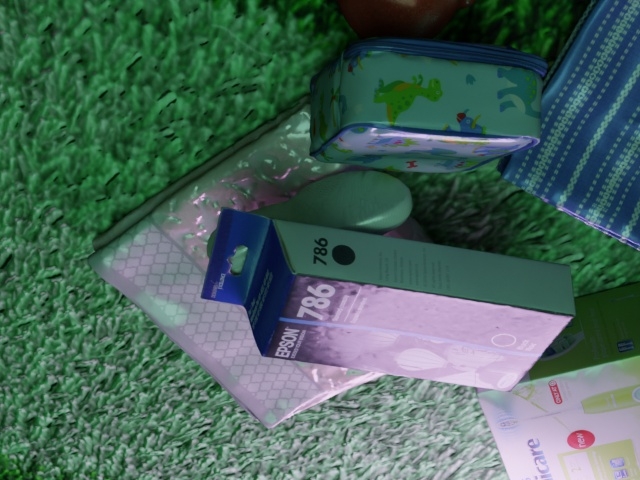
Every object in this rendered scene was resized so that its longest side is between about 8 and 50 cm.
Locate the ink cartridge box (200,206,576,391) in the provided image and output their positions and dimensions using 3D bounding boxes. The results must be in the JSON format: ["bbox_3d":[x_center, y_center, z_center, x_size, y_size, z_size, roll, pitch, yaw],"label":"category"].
[{"bbox_3d":[0.055,0.063,0.906,0.333,0.065,0.165,10,145,-7],"label":"ink cartridge box"}]

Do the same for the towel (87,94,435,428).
[{"bbox_3d":[-0.034,0.046,1.035,0.317,0.053,0.332,-30,119,22],"label":"towel"}]

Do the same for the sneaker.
[{"bbox_3d":[0.000,0.000,0.933,0.212,0.080,0.094,-16,130,22],"label":"sneaker"}]

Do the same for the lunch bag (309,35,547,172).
[{"bbox_3d":[0.086,-0.111,0.820,0.176,0.219,0.090,5,87,-10],"label":"lunch bag"}]

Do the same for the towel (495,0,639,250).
[{"bbox_3d":[0.361,-0.089,0.883,0.336,0.040,0.243,26,104,-12],"label":"towel"}]

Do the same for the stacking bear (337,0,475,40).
[{"bbox_3d":[0.003,-0.270,0.756,0.175,0.164,0.289,-36,120,25],"label":"stacking bear"}]

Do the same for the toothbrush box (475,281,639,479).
[{"bbox_3d":[0.332,0.170,1.057,0.283,0.122,0.206,-15,122,15],"label":"toothbrush box"}]
